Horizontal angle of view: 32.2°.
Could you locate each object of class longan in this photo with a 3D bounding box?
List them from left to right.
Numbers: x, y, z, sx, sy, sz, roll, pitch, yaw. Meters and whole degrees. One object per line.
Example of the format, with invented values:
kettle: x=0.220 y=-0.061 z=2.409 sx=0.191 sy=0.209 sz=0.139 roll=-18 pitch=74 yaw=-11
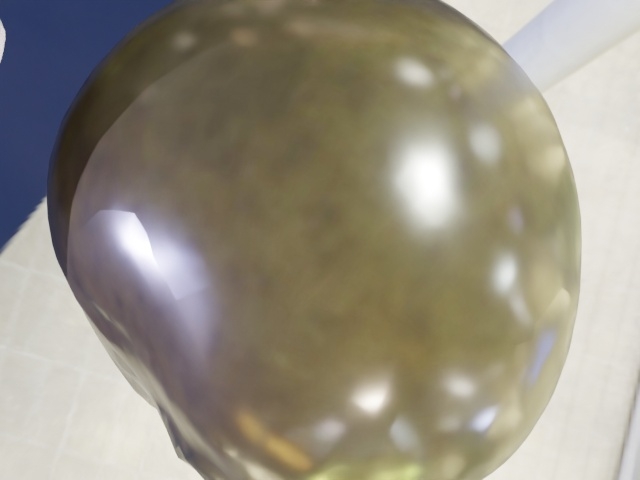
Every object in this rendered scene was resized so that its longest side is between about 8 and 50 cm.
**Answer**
longan: x=0.000 y=0.000 z=0.634 sx=0.319 sy=0.319 sz=0.318 roll=1 pitch=-96 yaw=-9

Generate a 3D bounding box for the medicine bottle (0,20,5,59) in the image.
medicine bottle: x=-0.341 y=-0.103 z=0.608 sx=0.241 sy=0.252 sz=0.252 roll=41 pitch=-102 yaw=-28
